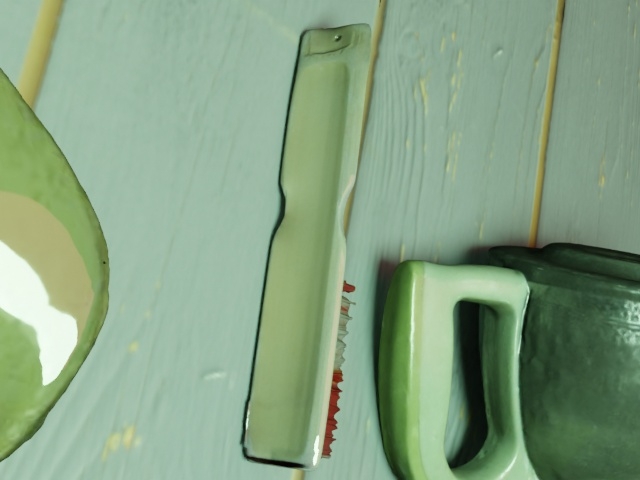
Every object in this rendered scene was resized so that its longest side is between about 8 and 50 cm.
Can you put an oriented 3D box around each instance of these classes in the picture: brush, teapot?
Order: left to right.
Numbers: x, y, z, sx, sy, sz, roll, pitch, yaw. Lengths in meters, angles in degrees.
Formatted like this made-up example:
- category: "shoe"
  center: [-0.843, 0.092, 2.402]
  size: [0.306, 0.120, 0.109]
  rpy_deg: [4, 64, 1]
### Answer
- category: "brush"
  center: [0.000, 0.000, 0.687]
  size: [0.050, 0.060, 0.321]
  rpy_deg: [26, 68, -57]
- category: "teapot"
  center: [0.220, 0.128, 0.794]
  size: [0.321, 0.239, 0.240]
  rpy_deg: [4, 97, -53]

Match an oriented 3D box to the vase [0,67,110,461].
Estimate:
- category: "vase"
  center: [-0.258, -0.060, 0.313]
  size: [0.302, 0.240, 0.329]
  rpy_deg: [5, 56, -59]
